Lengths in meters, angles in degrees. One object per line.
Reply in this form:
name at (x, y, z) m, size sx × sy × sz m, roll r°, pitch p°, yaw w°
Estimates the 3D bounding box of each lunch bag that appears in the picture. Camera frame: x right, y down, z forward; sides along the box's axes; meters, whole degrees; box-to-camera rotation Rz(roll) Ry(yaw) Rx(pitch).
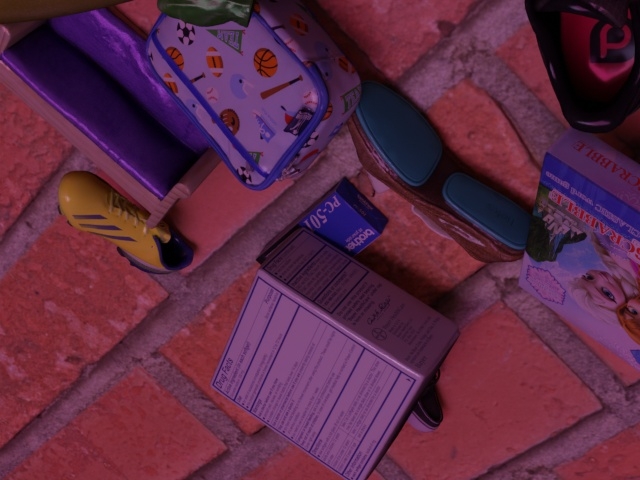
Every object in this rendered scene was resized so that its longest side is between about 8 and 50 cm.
lunch bag at (-0.098, -0.222, 1.589) m, size 0.303 × 0.115 × 0.243 m, roll 52°, pitch 130°, yaw 11°

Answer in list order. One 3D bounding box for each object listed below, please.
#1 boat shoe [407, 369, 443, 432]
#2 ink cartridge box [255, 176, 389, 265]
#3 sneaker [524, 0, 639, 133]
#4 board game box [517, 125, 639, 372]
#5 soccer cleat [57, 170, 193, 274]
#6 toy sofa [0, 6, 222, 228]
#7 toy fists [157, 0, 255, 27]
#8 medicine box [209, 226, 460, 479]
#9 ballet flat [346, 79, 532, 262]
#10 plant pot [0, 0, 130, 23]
boat shoe at (0.148, 0.202, 1.837) m, size 0.076 × 0.080 × 0.229 m, roll -18°, pitch 105°, yaw 35°
ink cartridge box at (0.000, 0.000, 1.784) m, size 0.097 × 0.046 × 0.207 m, roll 44°, pitch 128°, yaw -9°
sneaker at (0.323, -0.338, 1.305) m, size 0.185 × 0.202 × 0.483 m, roll 0°, pitch 122°, yaw 24°
board game box at (0.409, 0.047, 1.479) m, size 0.318 × 0.066 × 0.318 m, roll 37°, pitch 156°, yaw 24°
soccer cleat at (-0.298, -0.031, 1.810) m, size 0.121 × 0.093 × 0.289 m, roll 2°, pitch 156°, yaw 27°
toy sofa at (-0.307, -0.210, 1.719) m, size 0.362 × 0.150 × 0.177 m, roll 42°, pitch 130°, yaw -6°
toy fists at (-0.127, -0.403, 1.463) m, size 0.142 × 0.096 × 0.279 m, roll 16°, pitch 86°, yaw -4°
medicine box at (0.015, 0.174, 1.747) m, size 0.289 × 0.149 × 0.263 m, roll 33°, pitch 129°, yaw 10°
ballet flat at (0.148, -0.081, 1.637) m, size 0.342 × 0.116 × 0.124 m, roll 37°, pitch 149°, yaw -7°
plant pot at (-0.340, -0.413, 1.550) m, size 0.293 × 0.275 × 0.275 m, roll 5°, pitch 125°, yaw 4°
